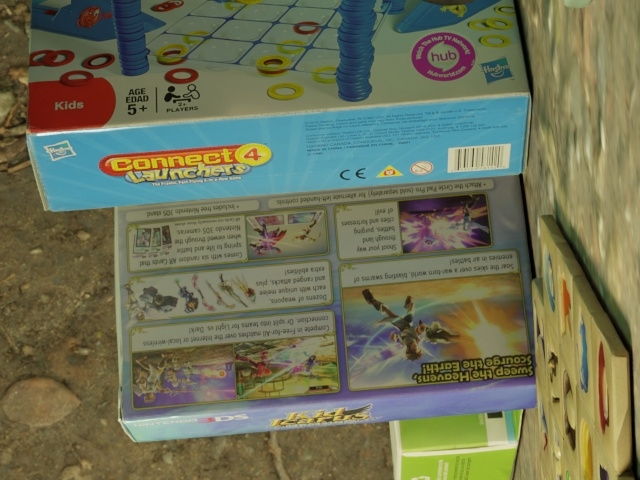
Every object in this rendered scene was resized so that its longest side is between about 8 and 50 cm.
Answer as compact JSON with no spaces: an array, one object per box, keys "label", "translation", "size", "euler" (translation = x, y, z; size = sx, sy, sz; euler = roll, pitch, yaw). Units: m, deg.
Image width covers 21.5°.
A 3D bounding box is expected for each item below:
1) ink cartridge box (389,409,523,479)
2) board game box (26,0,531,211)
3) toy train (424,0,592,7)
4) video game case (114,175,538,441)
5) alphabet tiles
[{"label":"ink cartridge box","translation":[0.095,0.070,1.279],"size":[0.255,0.097,0.189],"euler":[82,-177,-64]},{"label":"board game box","translation":[-0.033,-0.176,1.111],"size":[0.086,0.308,0.302],"euler":[86,179,-57]},{"label":"toy train","translation":[0.051,-0.207,0.537],"size":[0.334,0.142,0.190],"euler":[78,-160,-71]},{"label":"video game case","translation":[0.000,0.000,1.113],"size":[0.061,0.269,0.244],"euler":[81,-176,-67]},{"label":"alphabet tiles","translation":[0.140,0.152,0.876],"size":[0.342,0.011,0.285],"euler":[-92,-2,-73]}]
